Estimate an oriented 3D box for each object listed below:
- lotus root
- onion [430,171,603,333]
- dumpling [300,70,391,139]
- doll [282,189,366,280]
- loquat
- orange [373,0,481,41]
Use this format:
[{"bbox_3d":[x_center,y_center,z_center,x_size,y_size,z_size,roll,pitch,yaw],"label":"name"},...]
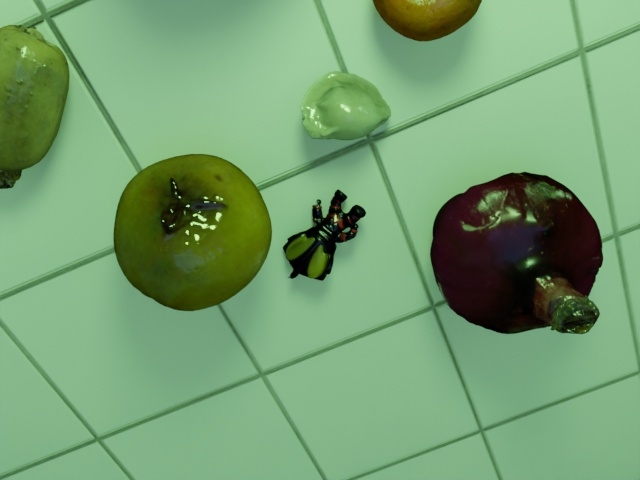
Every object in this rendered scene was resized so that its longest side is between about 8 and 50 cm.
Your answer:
[{"bbox_3d":[-0.602,-0.248,1.177,0.169,0.151,0.342,19,110,-16],"label":"lotus root"},{"bbox_3d":[0.451,0.078,1.328,0.399,0.420,0.398,-3,128,-4],"label":"onion"},{"bbox_3d":[0.052,-0.287,1.272,0.111,0.181,0.154,-24,89,44],"label":"dumpling"},{"bbox_3d":[-0.002,-0.001,1.417,0.248,0.127,0.088,-48,146,19],"label":"doll"},{"bbox_3d":[-0.267,-0.012,1.271,0.329,0.359,0.328,0,73,1],"label":"loquat"},{"bbox_3d":[0.205,-0.495,1.139,0.224,0.170,0.223,6,112,14],"label":"orange"}]
